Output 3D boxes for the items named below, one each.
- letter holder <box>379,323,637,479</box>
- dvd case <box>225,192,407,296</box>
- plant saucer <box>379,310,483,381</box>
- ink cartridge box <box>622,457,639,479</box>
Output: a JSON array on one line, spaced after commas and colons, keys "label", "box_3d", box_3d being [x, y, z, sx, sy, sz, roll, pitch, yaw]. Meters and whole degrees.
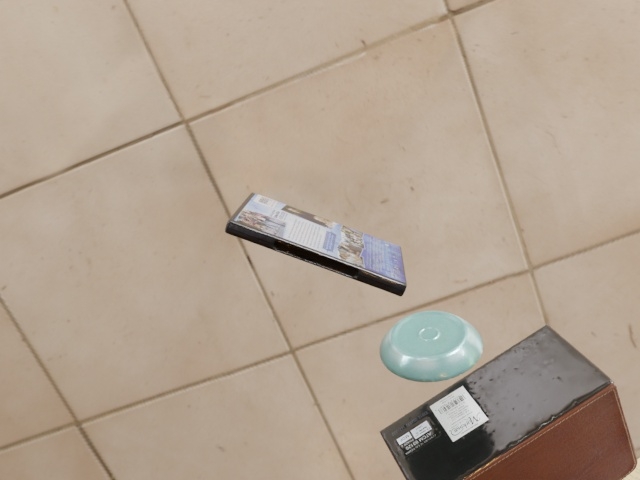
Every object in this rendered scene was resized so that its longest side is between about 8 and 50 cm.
[{"label": "letter holder", "box_3d": [0.280, 0.310, 0.945, 0.302, 0.152, 0.214, -32, 120, -2]}, {"label": "dvd case", "box_3d": [0.000, 0.000, 0.927, 0.253, 0.180, 0.022, 20, 107, -2]}, {"label": "plant saucer", "box_3d": [0.126, 0.115, 0.742, 0.119, 0.119, 0.021, -10, 120, 4]}, {"label": "ink cartridge box", "box_3d": [0.650, 0.490, 1.138, 0.193, 0.235, 0.088, -8, 115, -33]}]
